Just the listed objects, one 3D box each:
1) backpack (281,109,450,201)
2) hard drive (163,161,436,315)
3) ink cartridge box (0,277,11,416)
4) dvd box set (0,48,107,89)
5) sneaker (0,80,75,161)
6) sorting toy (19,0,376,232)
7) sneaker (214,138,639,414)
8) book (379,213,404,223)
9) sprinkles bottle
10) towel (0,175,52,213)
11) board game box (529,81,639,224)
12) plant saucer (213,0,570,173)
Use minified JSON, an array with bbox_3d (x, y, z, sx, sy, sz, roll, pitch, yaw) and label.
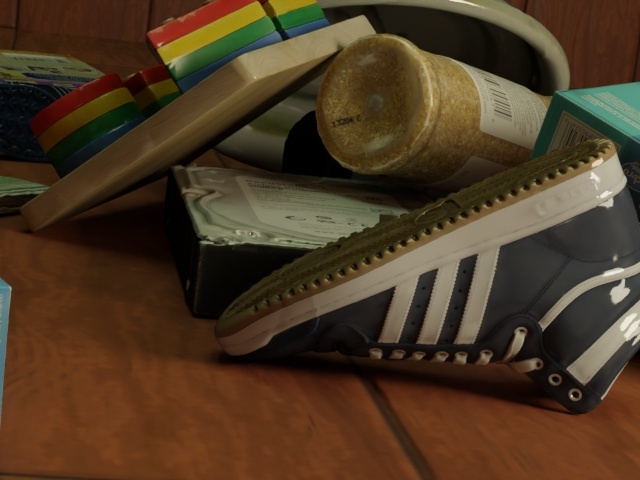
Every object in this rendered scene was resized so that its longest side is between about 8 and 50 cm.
[{"bbox_3d":[0.069,-0.077,1.663,0.182,0.115,0.152,7,8,-22],"label":"backpack"},{"bbox_3d":[0.000,0.000,1.362,0.237,0.064,0.339,5,10,-9],"label":"hard drive"},{"bbox_3d":[-0.242,0.054,0.857,0.143,0.089,0.092,2,12,-28],"label":"ink cartridge box"},{"bbox_3d":[-0.401,-0.180,2.032,0.308,0.062,0.420,2,12,-23],"label":"dvd box set"},{"bbox_3d":[-0.277,-0.124,1.799,0.232,0.081,0.090,10,6,-23],"label":"sneaker"},{"bbox_3d":[-0.117,-0.131,1.448,0.257,0.089,0.255,-31,0,28],"label":"sorting toy"},{"bbox_3d":[0.084,0.057,1.086,0.282,0.153,0.099,-23,13,4],"label":"sneaker"},{"bbox_3d":[0.105,0.031,1.177,0.144,0.096,0.035,1,4,-32],"label":"book"},{"bbox_3d":[0.140,-0.096,1.531,0.121,0.121,0.355,15,2,36],"label":"sprinkles bottle"},{"bbox_3d":[-0.321,-0.045,1.513,0.152,0.023,0.113,11,9,30],"label":"towel"},{"bbox_3d":[0.359,-0.037,1.283,0.336,0.079,0.254,-11,38,-45],"label":"board game box"},{"bbox_3d":[0.048,-0.183,1.704,0.401,0.100,0.400,-1,-23,-1],"label":"plant saucer"}]
